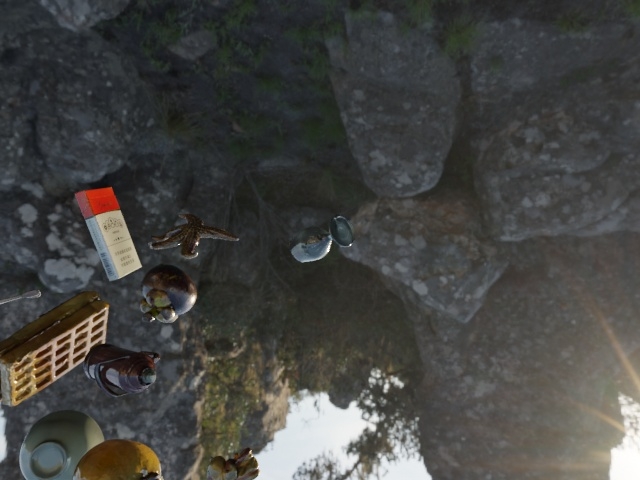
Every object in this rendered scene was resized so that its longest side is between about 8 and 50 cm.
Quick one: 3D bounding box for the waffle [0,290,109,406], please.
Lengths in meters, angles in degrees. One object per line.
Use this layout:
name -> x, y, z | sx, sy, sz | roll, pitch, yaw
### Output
waffle -> -0.763, 0.302, 1.366 | 0.098, 0.224, 0.328 | 30, -147, 11

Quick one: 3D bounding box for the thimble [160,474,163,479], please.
thimble -> -0.758, 1.018, 1.964 | 0.219, 0.150, 0.219 | -29, 161, -11

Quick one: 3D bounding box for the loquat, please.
loquat -> -0.637, 0.768, 1.521 | 0.275, 0.274, 0.275 | 3, 169, 1

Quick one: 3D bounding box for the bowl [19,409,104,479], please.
bowl -> -0.954, 0.776, 1.737 | 0.290, 0.289, 0.146 | 5, 172, -8

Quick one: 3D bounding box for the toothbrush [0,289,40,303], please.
toothbrush -> -1.025, 0.198, 1.483 | 0.288, 0.024, 0.026 | -15, 160, -20

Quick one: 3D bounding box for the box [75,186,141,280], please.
box -> -0.571, -0.022, 1.302 | 0.035, 0.245, 0.139 | -18, -171, 9

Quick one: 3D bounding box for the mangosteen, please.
mangosteen -> -0.533, 0.192, 1.634 | 0.192, 0.217, 0.192 | 19, 140, 17

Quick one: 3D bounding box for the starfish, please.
starfish -> -0.327, -0.020, 1.227 | 0.238, 0.213, 0.056 | -6, 124, 2

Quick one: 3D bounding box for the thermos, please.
thermos -> -0.454, 0.299, 1.126 | 0.232, 0.098, 0.124 | -3, -158, 39

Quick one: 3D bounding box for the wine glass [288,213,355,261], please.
wine glass -> 0.000, 0.000, 1.710 | 0.127, 0.126, 0.241 | 12, 156, -37

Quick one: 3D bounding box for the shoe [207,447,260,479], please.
shoe -> -0.187, 0.489, 1.033 | 0.109, 0.069, 0.072 | -16, 174, 21
